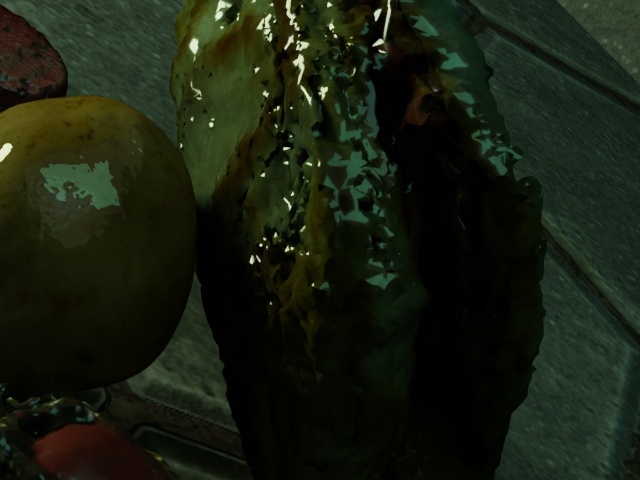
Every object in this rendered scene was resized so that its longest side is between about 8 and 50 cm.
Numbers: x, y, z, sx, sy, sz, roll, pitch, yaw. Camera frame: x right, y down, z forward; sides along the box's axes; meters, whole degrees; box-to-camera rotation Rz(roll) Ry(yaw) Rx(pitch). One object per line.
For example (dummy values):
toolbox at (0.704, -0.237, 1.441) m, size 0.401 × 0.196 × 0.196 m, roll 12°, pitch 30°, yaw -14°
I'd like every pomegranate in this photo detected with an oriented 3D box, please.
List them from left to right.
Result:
pomegranate at (-0.155, 0.017, 0.918) m, size 0.196 × 0.196 × 0.196 m, roll 31°, pitch 25°, yaw -16°

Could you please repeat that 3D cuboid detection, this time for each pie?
pie at (-0.265, -0.150, 1.227) m, size 0.154 × 0.036 × 0.154 m, roll 31°, pitch 25°, yaw -16°
pie at (-0.008, -0.024, 1.017) m, size 0.180 × 0.395 × 0.418 m, roll -13°, pitch 42°, yaw -16°

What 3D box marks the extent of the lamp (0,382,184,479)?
lamp at (-0.096, 0.197, 0.705) m, size 0.274 × 0.177 × 0.177 m, roll 44°, pitch 25°, yaw 12°
